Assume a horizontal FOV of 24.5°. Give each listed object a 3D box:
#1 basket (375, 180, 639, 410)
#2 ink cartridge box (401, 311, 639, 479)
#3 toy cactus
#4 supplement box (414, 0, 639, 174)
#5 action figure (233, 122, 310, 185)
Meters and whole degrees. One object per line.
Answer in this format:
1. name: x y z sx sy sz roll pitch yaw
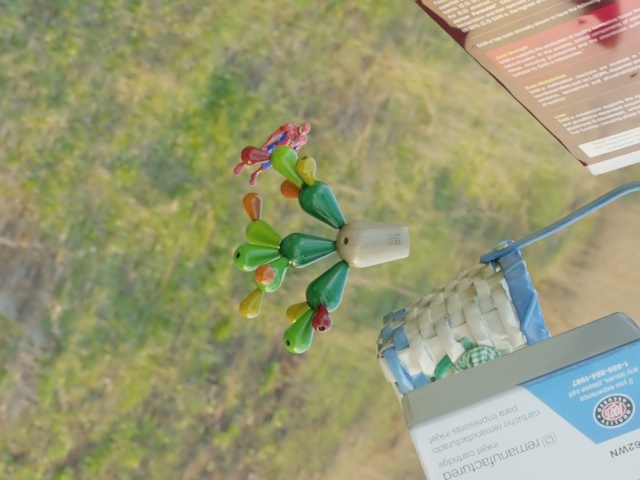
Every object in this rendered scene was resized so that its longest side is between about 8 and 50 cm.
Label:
1. basket: 0.214 0.113 1.302 0.201 0.289 0.255 -95 160 -81
2. ink cartridge box: 0.091 0.100 0.520 0.052 0.088 0.122 -91 159 -81
3. toy cactus: 0.000 0.000 1.512 0.112 0.180 0.219 97 -13 -67
4. supplement box: 0.146 -0.143 0.835 0.239 0.130 0.073 38 51 -35
5. action figure: -0.050 -0.099 1.649 0.115 0.038 0.030 -38 -155 37
